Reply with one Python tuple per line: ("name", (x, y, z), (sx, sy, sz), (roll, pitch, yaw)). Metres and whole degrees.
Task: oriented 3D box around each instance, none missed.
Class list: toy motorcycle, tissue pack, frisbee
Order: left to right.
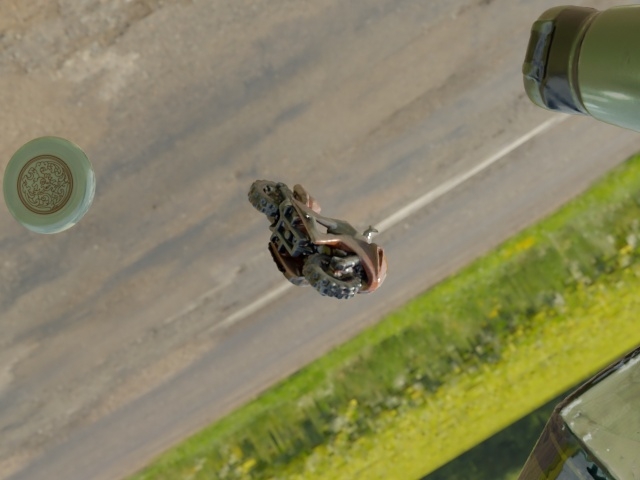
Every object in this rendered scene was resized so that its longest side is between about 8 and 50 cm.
("frisbee", (-0.303, -0.062, 1.306), (0.110, 0.110, 0.014), (-33, 172, 8))
("toy motorcycle", (0.000, 0.000, 1.331), (0.118, 0.212, 0.084), (5, 123, -36))
("tissue pack", (0.458, 0.372, 1.781), (0.264, 0.253, 0.416), (-28, 150, -27))

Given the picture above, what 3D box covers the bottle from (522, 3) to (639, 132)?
("bottle", (0.394, -0.205, 1.403), (0.168, 0.168, 0.347), (-21, -154, -39))
